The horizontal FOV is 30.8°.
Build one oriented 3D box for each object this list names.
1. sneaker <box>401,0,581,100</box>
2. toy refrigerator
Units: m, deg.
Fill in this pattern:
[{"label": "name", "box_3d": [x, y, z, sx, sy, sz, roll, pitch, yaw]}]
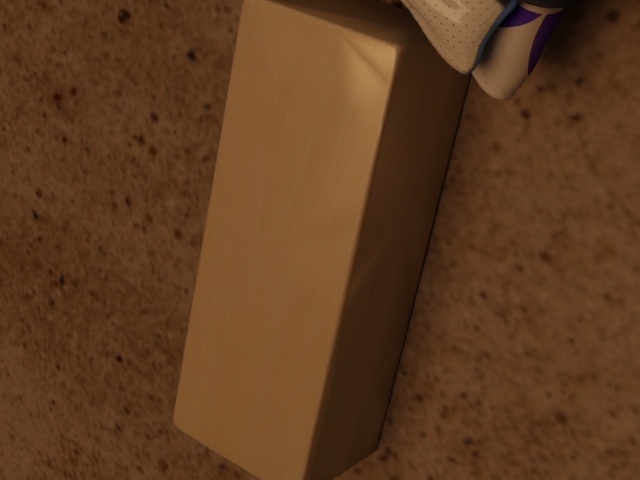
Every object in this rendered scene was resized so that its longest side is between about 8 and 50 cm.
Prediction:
[{"label": "sneaker", "box_3d": [0.138, -0.164, 0.496, 0.322, 0.130, 0.236, 24, 124, 32]}, {"label": "toy refrigerator", "box_3d": [0.000, 0.000, 0.670, 0.102, 0.094, 0.270, 24, 116, 29]}]
